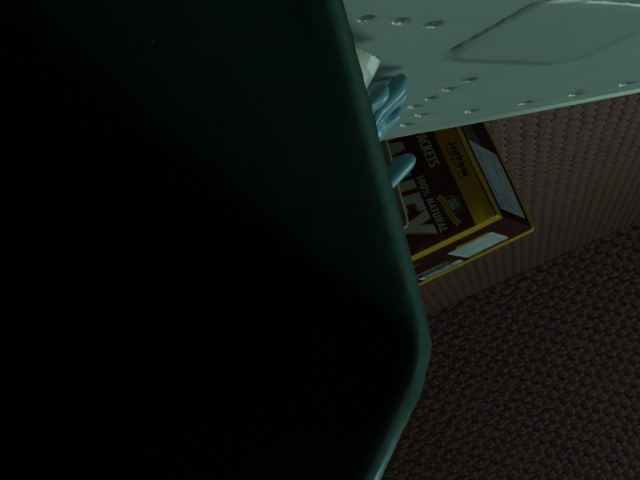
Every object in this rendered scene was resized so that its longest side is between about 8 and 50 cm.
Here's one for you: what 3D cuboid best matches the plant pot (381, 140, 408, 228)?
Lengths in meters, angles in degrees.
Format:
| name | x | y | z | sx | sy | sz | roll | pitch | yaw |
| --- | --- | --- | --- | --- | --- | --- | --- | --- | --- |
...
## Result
| name | x | y | z | sx | sy | sz | roll | pitch | yaw |
| --- | --- | --- | --- | --- | --- | --- | --- | --- | --- |
| plant pot | -0.004 | -0.047 | 1.004 | 0.109 | 0.109 | 0.096 | -11 | 176 | -46 |

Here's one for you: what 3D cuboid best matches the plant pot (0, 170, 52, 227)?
| name | x | y | z | sx | sy | sz | roll | pitch | yaw |
| --- | --- | --- | --- | --- | --- | --- | --- | --- | --- |
| plant pot | -0.161 | 0.000 | 0.561 | 0.271 | 0.272 | 0.255 | -8 | 153 | -51 |

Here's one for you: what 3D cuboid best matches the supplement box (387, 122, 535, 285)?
| name | x | y | z | sx | sy | sz | roll | pitch | yaw |
| --- | --- | --- | --- | --- | --- | --- | --- | --- | --- |
| supplement box | 0.088 | -0.033 | 1.151 | 0.191 | 0.129 | 0.194 | -27 | 168 | 17 |

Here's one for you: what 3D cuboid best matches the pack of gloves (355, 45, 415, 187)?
| name | x | y | z | sx | sy | sz | roll | pitch | yaw |
| --- | --- | --- | --- | --- | --- | --- | --- | --- | --- |
| pack of gloves | 0.000 | 0.000 | 0.703 | 0.232 | 0.046 | 0.195 | -62 | 170 | 10 |

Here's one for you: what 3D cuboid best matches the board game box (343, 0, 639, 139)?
| name | x | y | z | sx | sy | sz | roll | pitch | yaw |
| --- | --- | --- | --- | --- | --- | --- | --- | --- | --- |
| board game box | 0.145 | -0.150 | 0.709 | 0.390 | 0.050 | 0.390 | -9 | 172 | 15 |

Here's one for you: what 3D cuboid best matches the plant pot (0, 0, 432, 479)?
| name | x | y | z | sx | sy | sz | roll | pitch | yaw |
| --- | --- | --- | --- | --- | --- | --- | --- | --- | --- |
| plant pot | -0.142 | -0.002 | 0.306 | 0.252 | 0.248 | 0.247 | -6 | -156 | 24 |
